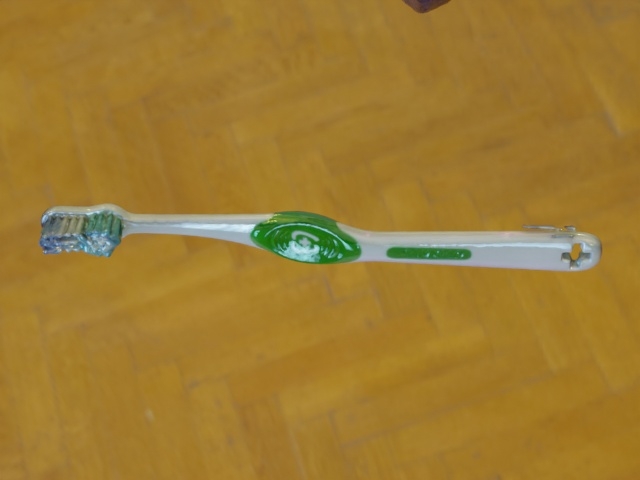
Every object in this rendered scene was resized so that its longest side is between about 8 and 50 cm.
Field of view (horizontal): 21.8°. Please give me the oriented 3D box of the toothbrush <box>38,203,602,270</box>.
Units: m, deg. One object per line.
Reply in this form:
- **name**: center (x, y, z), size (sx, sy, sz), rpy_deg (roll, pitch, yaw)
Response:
- **toothbrush**: center (0.000, -0.003, 1.238), size (0.418, 0.042, 0.040), rpy_deg (2, 34, -1)

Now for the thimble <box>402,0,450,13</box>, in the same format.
- **thimble**: center (0.075, -0.277, 1.142), size (0.150, 0.237, 0.237), rpy_deg (-24, 49, 0)
